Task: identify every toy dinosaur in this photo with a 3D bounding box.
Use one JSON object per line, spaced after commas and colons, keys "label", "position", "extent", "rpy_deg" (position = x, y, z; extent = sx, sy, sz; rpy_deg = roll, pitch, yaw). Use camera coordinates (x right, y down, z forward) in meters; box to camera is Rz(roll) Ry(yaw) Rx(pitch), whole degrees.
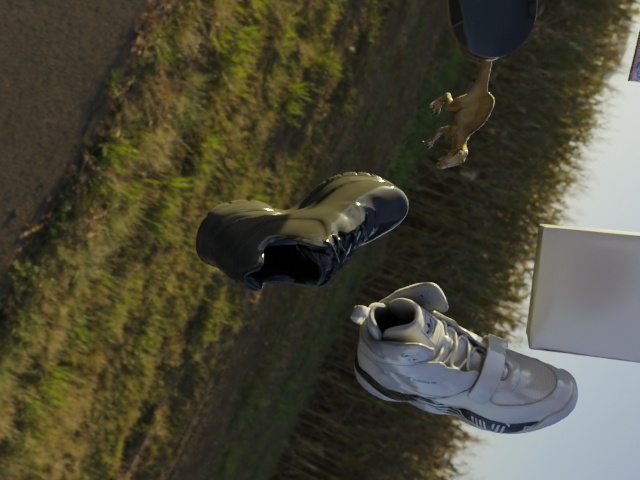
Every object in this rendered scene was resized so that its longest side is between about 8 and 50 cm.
{"label": "toy dinosaur", "position": [0.167, -0.147, 0.816], "extent": [0.092, 0.053, 0.183], "rpy_deg": [-13, -127, 63]}

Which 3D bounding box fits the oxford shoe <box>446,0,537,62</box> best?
{"label": "oxford shoe", "position": [0.112, -0.226, 0.482], "extent": [0.076, 0.076, 0.212], "rpy_deg": [-52, 149, -82]}

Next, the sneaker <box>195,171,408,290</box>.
{"label": "sneaker", "position": [0.000, 0.000, 0.880], "extent": [0.286, 0.130, 0.109], "rpy_deg": [-18, 127, -27]}

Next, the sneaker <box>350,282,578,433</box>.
{"label": "sneaker", "position": [0.216, 0.185, 1.129], "extent": [0.210, 0.365, 0.137], "rpy_deg": [73, 32, -50]}

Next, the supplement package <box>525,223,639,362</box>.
{"label": "supplement package", "position": [0.485, 0.085, 1.185], "extent": [0.145, 0.262, 0.204], "rpy_deg": [-14, 109, -76]}

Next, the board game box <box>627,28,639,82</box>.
{"label": "board game box", "position": [0.375, -0.204, 0.744], "extent": [0.020, 0.090, 0.090], "rpy_deg": [-43, 143, -71]}
